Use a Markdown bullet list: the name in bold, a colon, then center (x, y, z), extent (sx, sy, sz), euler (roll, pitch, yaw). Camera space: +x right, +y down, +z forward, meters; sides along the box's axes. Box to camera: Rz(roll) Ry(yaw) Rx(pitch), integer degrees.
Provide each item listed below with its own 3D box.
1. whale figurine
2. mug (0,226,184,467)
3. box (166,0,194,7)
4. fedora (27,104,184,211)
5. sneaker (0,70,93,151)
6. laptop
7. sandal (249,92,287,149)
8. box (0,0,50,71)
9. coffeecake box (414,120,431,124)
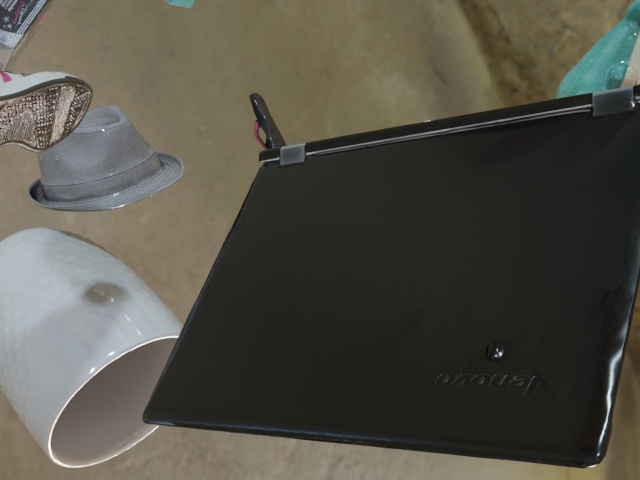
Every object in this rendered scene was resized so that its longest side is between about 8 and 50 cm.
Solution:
- **whale figurine**: center (0.493, -0.293, 1.567), extent (0.216, 0.141, 0.272), euler (-42, 149, -69)
- **mug**: center (-0.404, 0.177, 1.480), extent (0.276, 0.328, 0.374), euler (-25, 146, -37)
- **box**: center (-0.337, -0.573, 2.040), extent (0.100, 0.244, 0.060), euler (33, 102, -5)
- **fedora**: center (-0.367, -0.145, 1.503), extent (0.244, 0.275, 0.124), euler (-30, 117, -35)
- **sneaker**: center (-0.414, -0.177, 1.063), extent (0.124, 0.178, 0.295), euler (-59, 168, 23)
- **laptop**: center (0.127, 0.020, 0.763), extent (0.408, 0.382, 0.236), euler (2, 86, -50)
- **sandal**: center (-0.116, -0.230, 1.936), extent (0.067, 0.040, 0.179), euler (24, 39, -60)
- **box**: center (-0.607, -0.419, 1.708), extent (0.142, 0.247, 0.163), euler (35, 71, -18)
- **coffeecake box**: center (0.205, -0.113, 1.715), extent (0.142, 0.068, 0.185), euler (25, 53, -71)
